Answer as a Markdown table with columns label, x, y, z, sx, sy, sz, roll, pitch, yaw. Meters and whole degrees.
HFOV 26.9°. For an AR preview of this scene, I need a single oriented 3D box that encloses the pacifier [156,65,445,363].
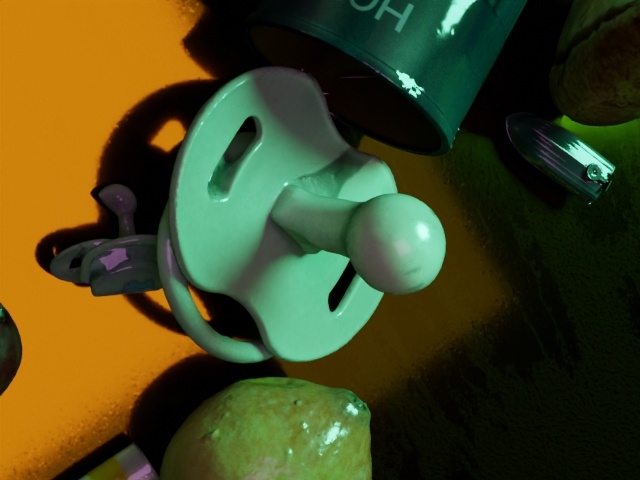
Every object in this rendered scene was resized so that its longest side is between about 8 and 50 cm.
| label | x | y | z | sx | sy | sz | roll | pitch | yaw |
| --- | --- | --- | --- | --- | --- | --- | --- | --- | --- |
| pacifier | 0.000 | 0.000 | 1.313 | 0.343 | 0.269 | 0.288 | 41 | 71 | -41 |

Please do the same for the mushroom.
| label | x | y | z | sx | sy | sz | roll | pitch | yaw |
| --- | --- | --- | --- | --- | --- | --- | --- | --- | --- |
| mushroom | 0.350 | -0.246 | 1.461 | 0.254 | 0.267 | 0.267 | 25 | 85 | -20 |

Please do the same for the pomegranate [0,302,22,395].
| label | x | y | z | sx | sy | sz | roll | pitch | yaw |
| --- | --- | --- | --- | --- | --- | --- | --- | --- | --- |
| pomegranate | -0.360 | 0.118 | 1.287 | 0.129 | 0.129 | 0.159 | 34 | 83 | -19 |

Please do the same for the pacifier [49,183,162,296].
| label | x | y | z | sx | sy | sz | roll | pitch | yaw |
| --- | --- | --- | --- | --- | --- | --- | --- | --- | --- |
| pacifier | -0.201 | -0.005 | 1.355 | 0.150 | 0.127 | 0.117 | -6 | 72 | -13 |

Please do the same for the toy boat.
| label | x | y | z | sx | sy | sz | roll | pitch | yaw |
| --- | --- | --- | --- | --- | --- | --- | --- | --- | --- |
| toy boat | 0.270 | -0.101 | 1.542 | 0.141 | 0.060 | 0.055 | 34 | 82 | -12 |

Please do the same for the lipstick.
| label | x | y | z | sx | sy | sz | roll | pitch | yaw |
| --- | --- | --- | --- | --- | --- | --- | --- | --- | --- |
| lipstick | -0.285 | 0.304 | 1.365 | 0.264 | 0.059 | 0.059 | -34 | 105 | -14 |

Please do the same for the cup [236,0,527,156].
| label | x | y | z | sx | sy | sz | roll | pitch | yaw |
| --- | --- | --- | --- | --- | --- | --- | --- | --- | --- |
| cup | 0.073 | -0.282 | 1.386 | 0.292 | 0.308 | 0.242 | -59 | 142 | -8 |

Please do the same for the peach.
| label | x | y | z | sx | sy | sz | roll | pitch | yaw |
| --- | --- | --- | --- | --- | --- | --- | --- | --- | --- |
| peach | -0.042 | 0.237 | 1.369 | 0.232 | 0.232 | 0.233 | -2 | 95 | -20 |
